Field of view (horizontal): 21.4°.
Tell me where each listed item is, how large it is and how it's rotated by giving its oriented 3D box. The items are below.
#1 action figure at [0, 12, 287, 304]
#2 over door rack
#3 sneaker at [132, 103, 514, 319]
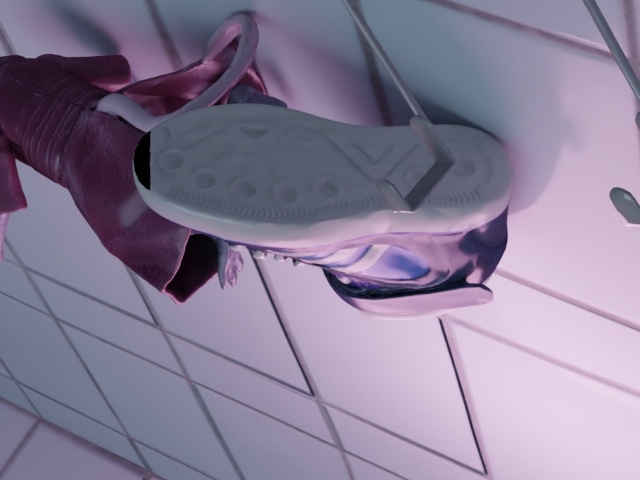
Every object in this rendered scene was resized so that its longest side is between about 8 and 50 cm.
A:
[{"bbox_3d":[-0.229,-0.091,1.573,0.370,0.248,0.276,21,152,22],"label":"action figure"},{"bbox_3d":[0.089,-0.174,1.039,0.239,0.108,0.324,4,123,54],"label":"over door rack"},{"bbox_3d":[0.000,0.000,1.463,0.322,0.130,0.236,1,148,-5],"label":"sneaker"}]
